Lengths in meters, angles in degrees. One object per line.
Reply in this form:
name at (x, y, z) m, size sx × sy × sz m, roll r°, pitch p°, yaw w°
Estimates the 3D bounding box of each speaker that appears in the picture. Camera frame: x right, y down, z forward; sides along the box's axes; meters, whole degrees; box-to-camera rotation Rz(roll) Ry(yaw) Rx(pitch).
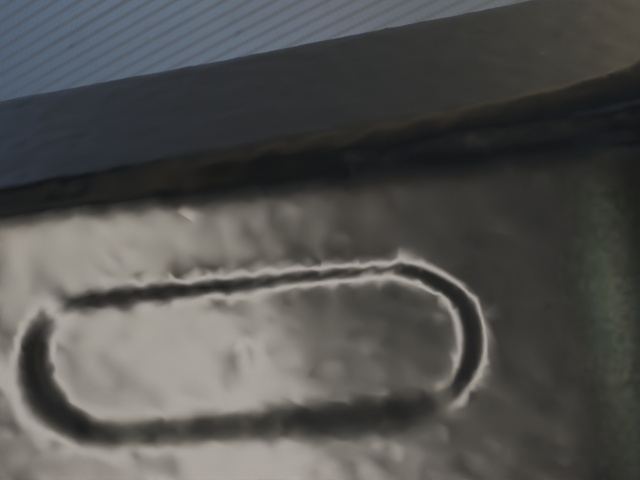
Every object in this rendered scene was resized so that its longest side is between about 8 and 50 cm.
speaker at (-0.029, 0.031, 0.356) m, size 0.388 × 0.184 × 0.180 m, roll -9°, pitch 98°, yaw 10°
